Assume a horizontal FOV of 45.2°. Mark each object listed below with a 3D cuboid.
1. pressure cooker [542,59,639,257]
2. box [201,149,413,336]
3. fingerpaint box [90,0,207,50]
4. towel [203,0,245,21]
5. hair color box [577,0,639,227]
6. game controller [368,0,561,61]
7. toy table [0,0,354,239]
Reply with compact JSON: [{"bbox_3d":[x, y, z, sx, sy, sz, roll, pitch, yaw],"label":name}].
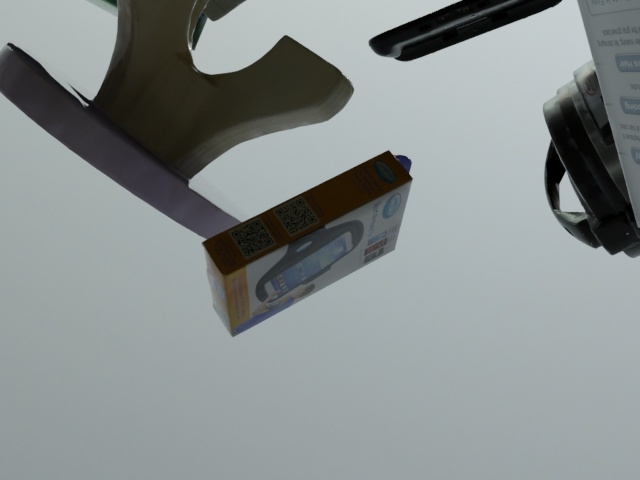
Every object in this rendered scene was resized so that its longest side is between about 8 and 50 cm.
[{"bbox_3d":[0.603,-0.168,1.389,0.369,0.420,0.376,-7,-111,-59],"label":"pressure cooker"},{"bbox_3d":[0.000,0.000,0.446,0.136,0.081,0.028,-26,-116,-16],"label":"box"},{"bbox_3d":[-0.299,-0.545,1.146,0.163,0.371,0.444,26,-175,28],"label":"fingerpaint box"},{"bbox_3d":[-0.084,-0.370,0.646,0.312,0.324,0.056,34,-144,-44],"label":"towel"},{"bbox_3d":[0.296,-0.180,0.594,0.185,0.113,0.375,-121,11,-76],"label":"hair color box"},{"bbox_3d":[0.235,-0.366,1.240,0.166,0.319,0.067,-11,-95,-62],"label":"game controller"},{"bbox_3d":[-0.105,-0.118,0.611,0.252,0.161,0.274,40,-177,22],"label":"toy table"}]
